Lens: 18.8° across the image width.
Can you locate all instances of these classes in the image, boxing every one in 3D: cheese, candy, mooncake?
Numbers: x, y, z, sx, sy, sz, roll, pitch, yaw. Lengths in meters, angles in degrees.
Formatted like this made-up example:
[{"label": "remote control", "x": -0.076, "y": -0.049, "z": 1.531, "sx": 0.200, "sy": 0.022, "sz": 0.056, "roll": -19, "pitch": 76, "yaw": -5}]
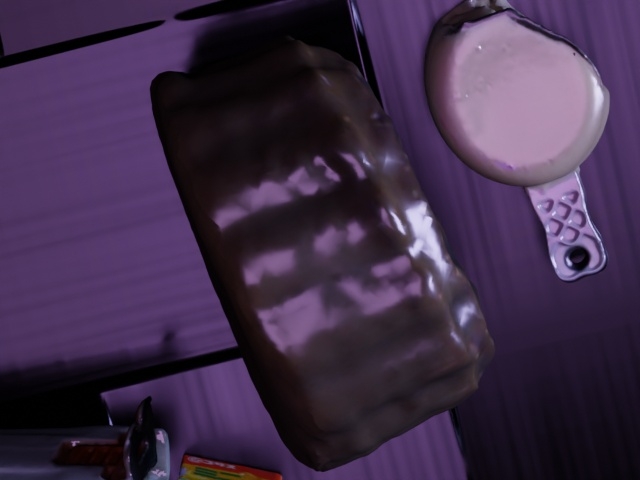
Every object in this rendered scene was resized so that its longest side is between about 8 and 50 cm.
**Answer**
[{"label": "cheese", "x": 0.125, "y": -0.061, "z": 1.090, "sx": 0.092, "sy": 0.047, "sz": 0.171, "roll": -39, "pitch": 101, "yaw": 11}, {"label": "candy", "x": -0.056, "y": 0.165, "z": 1.105, "sx": 0.062, "sy": 0.122, "sz": 0.038, "roll": 11, "pitch": 104, "yaw": -3}, {"label": "mooncake", "x": 0.000, "y": 0.000, "z": 1.019, "sx": 0.124, "sy": 0.228, "sz": 0.228, "roll": -23, "pitch": 103, "yaw": -3}]

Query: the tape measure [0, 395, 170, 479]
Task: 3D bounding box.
[{"label": "tape measure", "x": -0.209, "y": 0.213, "z": 1.105, "sx": 0.243, "sy": 0.125, "sz": 0.246, "roll": 0, "pitch": 105, "yaw": 8}]
